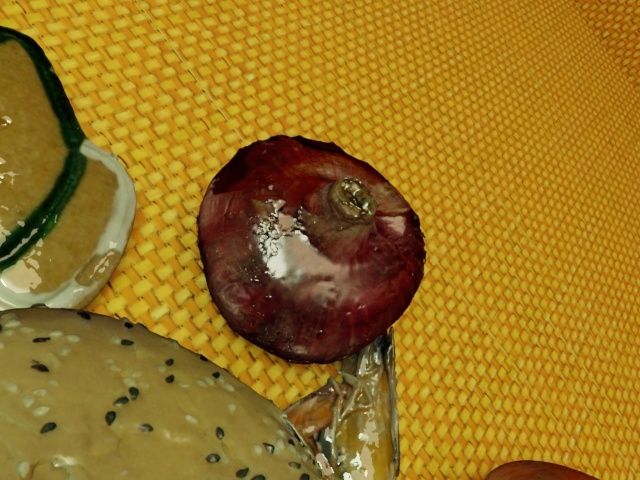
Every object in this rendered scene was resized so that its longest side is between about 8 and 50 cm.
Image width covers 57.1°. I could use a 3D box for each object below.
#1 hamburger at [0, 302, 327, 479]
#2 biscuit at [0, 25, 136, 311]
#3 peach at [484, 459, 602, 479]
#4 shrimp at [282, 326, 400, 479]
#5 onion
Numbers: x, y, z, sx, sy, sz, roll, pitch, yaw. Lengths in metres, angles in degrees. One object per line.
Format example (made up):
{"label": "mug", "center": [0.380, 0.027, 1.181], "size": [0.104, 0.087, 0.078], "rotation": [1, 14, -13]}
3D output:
{"label": "hamburger", "center": [-0.133, 0.207, 0.383], "size": [0.276, 0.195, 0.318], "rotation": [16, 33, -27]}
{"label": "biscuit", "center": [-0.322, -0.085, 0.519], "size": [0.343, 0.057, 0.287], "rotation": [33, 51, -19]}
{"label": "peach", "center": [0.259, 0.364, 0.605], "size": [0.256, 0.232, 0.232], "rotation": [39, 47, 8]}
{"label": "shrimp", "center": [0.013, 0.203, 0.616], "size": [0.164, 0.062, 0.317], "rotation": [26, 56, -20]}
{"label": "onion", "center": [0.000, 0.000, 0.607], "size": [0.252, 0.219, 0.252], "rotation": [11, 61, -21]}
